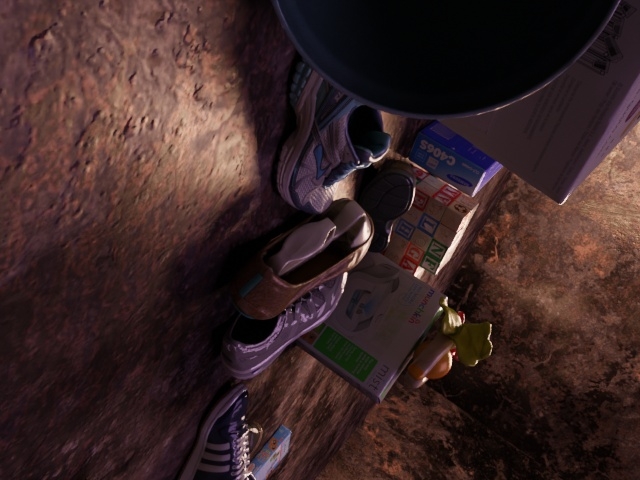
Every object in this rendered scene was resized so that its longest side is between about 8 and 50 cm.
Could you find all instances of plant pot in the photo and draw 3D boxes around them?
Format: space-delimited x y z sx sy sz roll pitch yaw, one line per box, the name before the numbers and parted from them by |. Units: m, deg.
plant pot | 0.111 -0.287 0.567 0.196 0.293 0.293 -76 -179 -45

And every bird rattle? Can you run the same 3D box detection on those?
bird rattle | 0.249 0.221 1.317 0.207 0.143 0.253 -42 168 -8

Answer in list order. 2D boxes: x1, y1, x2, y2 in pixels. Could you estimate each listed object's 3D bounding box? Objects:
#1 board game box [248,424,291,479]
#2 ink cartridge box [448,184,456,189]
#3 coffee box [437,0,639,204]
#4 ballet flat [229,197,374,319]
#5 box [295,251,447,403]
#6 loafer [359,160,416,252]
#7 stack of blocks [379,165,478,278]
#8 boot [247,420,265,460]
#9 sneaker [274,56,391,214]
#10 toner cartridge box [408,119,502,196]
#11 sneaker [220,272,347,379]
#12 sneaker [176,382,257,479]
board game box | -0.164 0.630 1.748 0.211 0.039 0.160 -46 159 -33
ink cartridge box | 0.281 -0.060 1.700 0.239 0.060 0.275 -49 160 -27
coffee box | 0.339 -0.334 0.876 0.334 0.338 0.338 -38 157 -30
ballet flat | 0.000 0.000 0.967 0.342 0.116 0.124 -31 164 -44
box | 0.109 0.181 1.379 0.262 0.231 0.127 -52 162 -14
loafer | 0.126 -0.078 1.245 0.267 0.096 0.084 108 2 -56
stack of blocks | 0.218 0.002 1.458 0.087 0.171 0.297 -36 153 -48
boot | -0.205 0.478 1.348 0.198 0.076 0.137 -68 159 -10
sneaker | 0.020 -0.118 0.807 0.110 0.122 0.283 -46 159 -32
toner cartridge box | 0.353 -0.232 1.422 0.348 0.165 0.075 -38 154 -45
sneaker | -0.051 0.105 1.032 0.281 0.105 0.115 -49 161 -23
sneaker | -0.161 0.411 1.189 0.099 0.153 0.282 -20 140 -63
